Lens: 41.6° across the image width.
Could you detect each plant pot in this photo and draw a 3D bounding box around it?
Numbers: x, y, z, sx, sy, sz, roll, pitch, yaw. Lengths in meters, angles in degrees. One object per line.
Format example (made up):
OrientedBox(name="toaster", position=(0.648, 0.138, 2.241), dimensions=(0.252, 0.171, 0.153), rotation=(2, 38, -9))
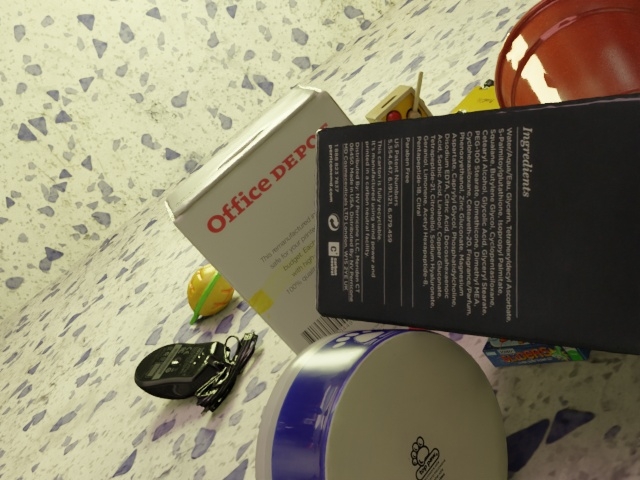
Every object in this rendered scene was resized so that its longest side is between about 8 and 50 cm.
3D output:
OrientedBox(name="plant pot", position=(0.393, -0.173, 1.143), dimensions=(0.272, 0.272, 0.265), rotation=(-32, 31, 22))

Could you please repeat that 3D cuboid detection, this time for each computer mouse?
OrientedBox(name="computer mouse", position=(-0.245, 0.261, 1.618), dimensions=(0.272, 0.072, 0.188), rotation=(-5, 36, 38))

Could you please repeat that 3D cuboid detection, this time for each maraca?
OrientedBox(name="maraca", position=(-0.248, 0.119, 1.871), dimensions=(0.127, 0.099, 0.185), rotation=(-55, -1, -39))

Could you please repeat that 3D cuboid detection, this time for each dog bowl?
OrientedBox(name="dog bowl", position=(0.069, 0.222, 0.855), dimensions=(0.104, 0.265, 0.265), rotation=(-11, 35, 48))

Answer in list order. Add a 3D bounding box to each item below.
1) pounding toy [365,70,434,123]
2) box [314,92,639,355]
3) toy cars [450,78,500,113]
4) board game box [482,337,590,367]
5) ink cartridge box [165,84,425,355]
OrientedBox(name="pounding toy", position=(0.190, -0.282, 1.863), dimensions=(0.141, 0.130, 0.100), rotation=(-42, 21, -3))
OrientedBox(name="box", position=(0.230, -0.019, 0.875), dimensions=(0.294, 0.211, 0.395), rotation=(-2, 2, -42))
OrientedBox(name="toy cars", position=(0.260, -0.200, 1.649), dimensions=(0.394, 0.087, 0.176), rotation=(-27, 26, 41))
OrientedBox(name="board game box", position=(0.303, 0.072, 1.078), dimensions=(0.136, 0.035, 0.201), rotation=(-16, 31, 48))
OrientedBox(name="ink cartridge box", position=(0.000, 0.000, 1.255), dimensions=(0.279, 0.384, 0.160), rotation=(-41, 20, -3))
